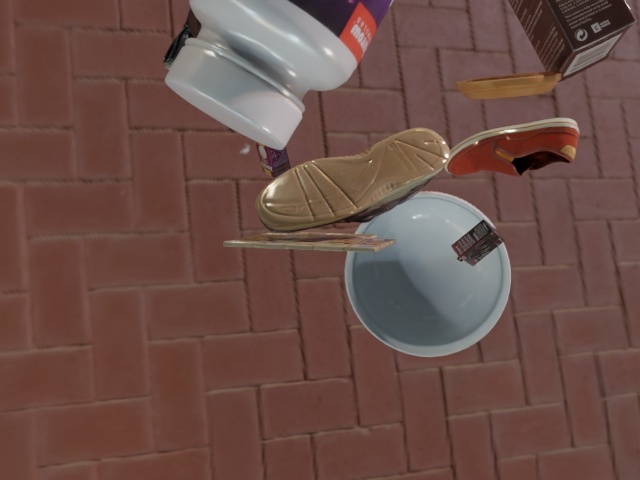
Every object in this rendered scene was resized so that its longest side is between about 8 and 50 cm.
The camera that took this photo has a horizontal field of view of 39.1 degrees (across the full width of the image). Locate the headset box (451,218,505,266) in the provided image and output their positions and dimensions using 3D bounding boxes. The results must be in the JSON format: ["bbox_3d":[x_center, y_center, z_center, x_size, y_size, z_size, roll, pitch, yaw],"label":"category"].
[{"bbox_3d":[0.275,0.007,1.590,0.062,0.083,0.032,29,24,-54],"label":"headset box"}]

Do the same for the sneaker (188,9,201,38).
[{"bbox_3d":[-0.167,-0.420,1.655,0.125,0.340,0.140,-49,124,-9],"label":"sneaker"}]

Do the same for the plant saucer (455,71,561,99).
[{"bbox_3d":[0.359,-0.296,1.726,0.199,0.200,0.037,-11,102,-25],"label":"plant saucer"}]

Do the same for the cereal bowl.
[{"bbox_3d":[0.221,0.062,1.873,0.338,0.141,0.339,1,98,7],"label":"cereal bowl"}]

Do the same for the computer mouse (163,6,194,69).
[{"bbox_3d":[-0.194,-0.404,1.943,0.272,0.072,0.189,29,87,6],"label":"computer mouse"}]

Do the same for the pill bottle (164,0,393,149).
[{"bbox_3d":[-0.009,-0.156,0.525,0.108,0.108,0.194,30,88,-14],"label":"pill bottle"}]

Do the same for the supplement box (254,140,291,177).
[{"bbox_3d":[-0.099,-0.179,1.856,0.043,0.055,0.083,-29,124,-24],"label":"supplement box"}]

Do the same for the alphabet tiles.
[{"bbox_3d":[0.000,0.000,1.238,0.198,0.237,0.009,2,95,14],"label":"alphabet tiles"}]

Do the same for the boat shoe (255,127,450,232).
[{"bbox_3d":[0.046,-0.066,1.241,0.285,0.092,0.103,-24,61,-18],"label":"boat shoe"}]

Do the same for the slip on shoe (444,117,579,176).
[{"bbox_3d":[0.435,-0.196,2.087,0.123,0.331,0.101,27,59,-51],"label":"slip on shoe"}]

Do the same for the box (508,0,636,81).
[{"bbox_3d":[0.442,-0.521,1.753,0.143,0.191,0.382,-27,82,-2],"label":"box"}]
